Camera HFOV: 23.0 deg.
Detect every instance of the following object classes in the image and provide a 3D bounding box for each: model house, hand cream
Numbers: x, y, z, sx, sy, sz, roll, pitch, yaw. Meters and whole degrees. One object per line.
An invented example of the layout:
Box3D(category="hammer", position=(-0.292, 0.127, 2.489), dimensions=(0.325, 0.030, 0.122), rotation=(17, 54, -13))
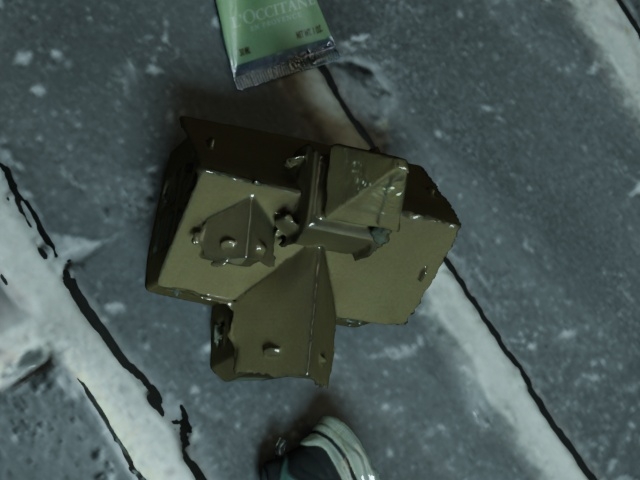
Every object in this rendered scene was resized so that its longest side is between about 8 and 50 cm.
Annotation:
Box3D(category="model house", position=(0.000, 0.000, 1.001), dimensions=(0.181, 0.248, 0.176), rotation=(11, 75, -18))
Box3D(category="hand cream", position=(-0.057, -0.232, 1.139), dimensions=(0.086, 0.055, 0.235), rotation=(-19, 93, -21))

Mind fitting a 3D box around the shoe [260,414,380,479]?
Box3D(category="shoe", position=(0.004, 0.209, 1.057), dimensions=(0.099, 0.071, 0.169), rotation=(-21, 83, -21))
